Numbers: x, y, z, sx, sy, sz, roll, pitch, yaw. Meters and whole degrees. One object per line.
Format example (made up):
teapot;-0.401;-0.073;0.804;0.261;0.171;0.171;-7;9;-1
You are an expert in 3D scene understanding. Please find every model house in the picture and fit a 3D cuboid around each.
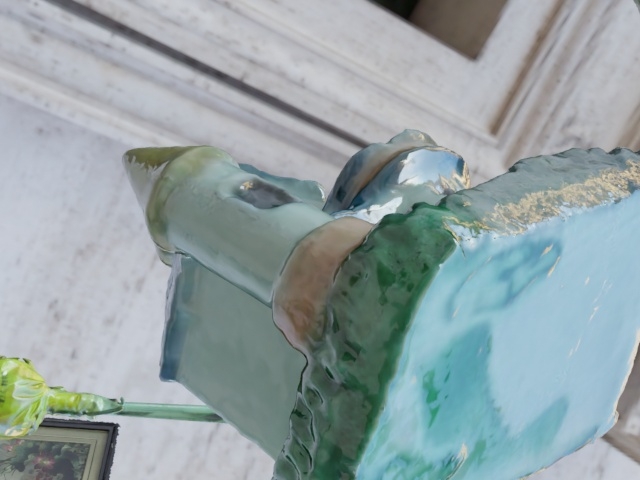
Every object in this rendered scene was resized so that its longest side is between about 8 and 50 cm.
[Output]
model house;0.000;0.000;0.755;0.325;0.267;0.194;29;-59;36

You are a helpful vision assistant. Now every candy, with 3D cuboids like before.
candy;-0.204;0.154;1.175;0.077;0.262;0.073;116;-25;-51

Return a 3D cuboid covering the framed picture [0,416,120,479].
framed picture;-0.325;0.262;1.345;0.195;0.200;0.010;-86;-179;-50

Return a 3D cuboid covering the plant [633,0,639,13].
plant;0.411;-0.166;1.171;0.251;0.180;0.333;135;-55;-71
